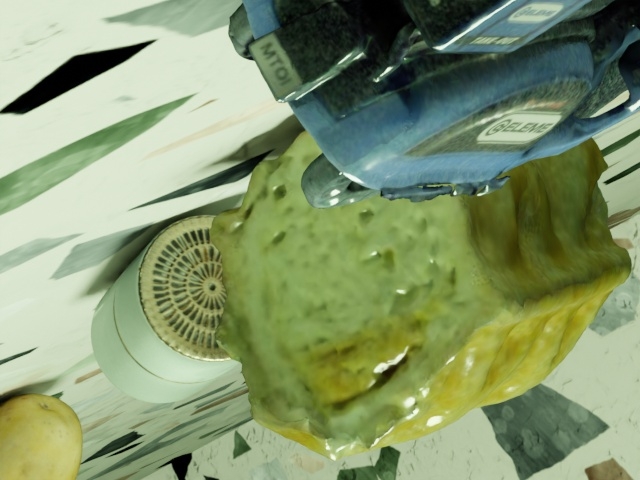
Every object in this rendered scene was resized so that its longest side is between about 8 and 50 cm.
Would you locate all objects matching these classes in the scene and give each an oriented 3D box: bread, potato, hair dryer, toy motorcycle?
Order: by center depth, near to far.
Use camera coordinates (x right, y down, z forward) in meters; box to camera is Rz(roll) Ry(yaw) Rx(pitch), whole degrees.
[{"bbox_3d":[0.106,-0.108,0.810,0.212,0.125,0.358,-32,170,30],"label":"toy motorcycle"},{"bbox_3d":[0.071,0.009,1.153,0.238,0.196,0.252,-52,157,16],"label":"bread"},{"bbox_3d":[0.000,0.000,1.333,0.357,0.108,0.173,-28,176,-24],"label":"hair dryer"},{"bbox_3d":[-0.320,0.243,1.677,0.234,0.146,0.150,-39,-144,-8],"label":"potato"}]
